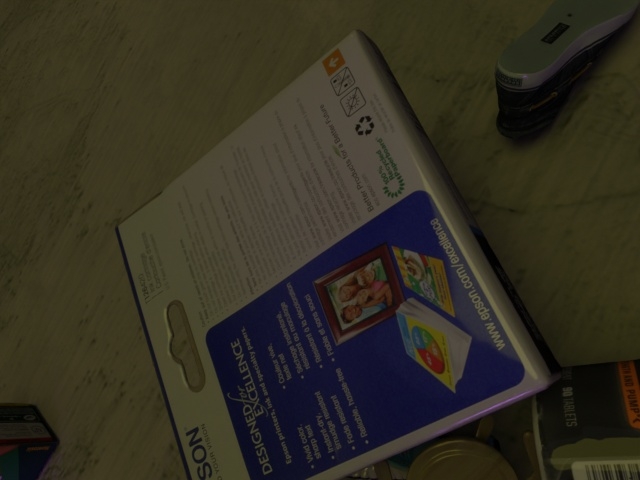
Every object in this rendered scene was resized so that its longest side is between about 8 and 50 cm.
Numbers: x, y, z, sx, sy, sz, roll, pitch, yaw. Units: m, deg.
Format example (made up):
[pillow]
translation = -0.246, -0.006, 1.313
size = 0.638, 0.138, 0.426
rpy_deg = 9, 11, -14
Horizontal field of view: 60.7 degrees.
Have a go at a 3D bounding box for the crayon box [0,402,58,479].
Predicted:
[crayon box]
translation = -0.583, 0.360, 0.683
size = 0.106, 0.363, 0.313
rpy_deg = 32, 93, 34

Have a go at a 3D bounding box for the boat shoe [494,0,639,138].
[boat shoe]
translation = 0.237, -0.179, 0.539
size = 0.183, 0.083, 0.065
rpy_deg = -37, 55, -15

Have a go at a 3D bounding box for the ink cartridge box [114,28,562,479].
[ink cartridge box]
translation = -0.020, 0.038, 0.460
size = 0.307, 0.072, 0.304
rpy_deg = -34, 67, 26

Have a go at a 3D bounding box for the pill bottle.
[pill bottle]
translation = 0.282, 0.139, 0.365
size = 0.245, 0.130, 0.131
rpy_deg = -14, 68, 27

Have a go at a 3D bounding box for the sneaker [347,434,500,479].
[sneaker]
translation = 0.084, 0.187, 0.513
size = 0.162, 0.063, 0.073
rpy_deg = -10, 65, 28

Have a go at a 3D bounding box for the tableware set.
[tableware set]
translation = 0.128, 0.244, 0.445
size = 0.128, 0.039, 0.194
rpy_deg = -15, 97, 13
